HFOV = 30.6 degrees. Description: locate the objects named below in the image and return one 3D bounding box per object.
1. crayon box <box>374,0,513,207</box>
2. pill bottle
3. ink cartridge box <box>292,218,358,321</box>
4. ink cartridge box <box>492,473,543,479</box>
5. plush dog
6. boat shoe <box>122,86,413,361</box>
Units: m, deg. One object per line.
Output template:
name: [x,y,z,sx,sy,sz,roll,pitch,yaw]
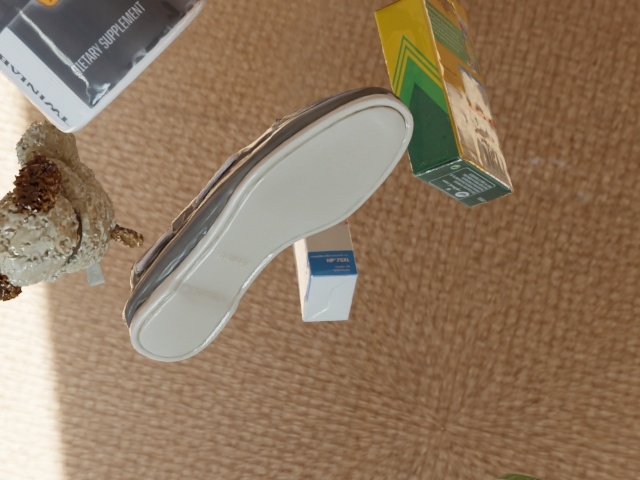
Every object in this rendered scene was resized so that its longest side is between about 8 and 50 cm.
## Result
crayon box: [0.180,-0.228,1.745,0.083,0.203,0.323,-20,69,25]
pill bottle: [-0.196,-0.193,0.706,0.130,0.130,0.245,-46,104,-2]
ink cartridge box: [0.000,0.000,1.896,0.078,0.134,0.231,-2,54,-9]
ink cartridge box: [0.267,0.449,1.666,0.062,0.109,0.209,1,94,35]
plush dog: [-0.378,-0.011,1.614,0.210,0.225,0.262,26,108,9]
boat shoe: [-0.062,-0.030,1.015,0.335,0.112,0.096,-44,43,23]
